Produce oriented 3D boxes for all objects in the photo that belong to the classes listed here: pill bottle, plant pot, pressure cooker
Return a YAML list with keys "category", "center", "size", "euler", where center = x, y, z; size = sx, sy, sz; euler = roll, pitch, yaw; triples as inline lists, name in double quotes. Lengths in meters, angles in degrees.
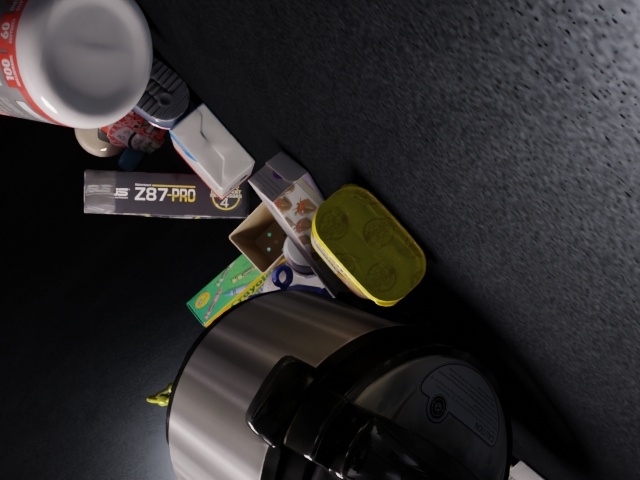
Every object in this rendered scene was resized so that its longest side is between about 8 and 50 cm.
- category: "pill bottle"
  center: [-0.438, -0.285, 1.147]
  size: [0.363, 0.210, 0.210]
  euler: [13, 152, 37]
- category: "pill bottle"
  center: [-0.022, 0.019, 1.292]
  size: [0.078, 0.078, 0.137]
  euler: [47, 174, 6]
- category: "pill bottle"
  center: [-0.037, 0.099, 1.508]
  size: [0.131, 0.131, 0.229]
  euler: [49, 166, -10]
- category: "plant pot"
  center: [-0.104, -0.001, 1.610]
  size: [0.109, 0.109, 0.096]
  euler: [46, -176, 13]
- category: "pressure cooker"
  center: [0.042, 0.272, 1.006]
  size: [0.420, 0.370, 0.375]
  euler: [13, 110, 54]

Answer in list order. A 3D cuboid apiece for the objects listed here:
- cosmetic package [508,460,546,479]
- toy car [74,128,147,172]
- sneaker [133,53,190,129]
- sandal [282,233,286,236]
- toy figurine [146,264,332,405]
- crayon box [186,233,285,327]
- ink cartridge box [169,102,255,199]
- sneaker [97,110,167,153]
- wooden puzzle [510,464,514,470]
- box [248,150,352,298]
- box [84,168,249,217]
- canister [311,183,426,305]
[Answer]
- category: "cosmetic package"
  center: [0.395, 0.456, 1.255]
  size: [0.099, 0.060, 0.239]
  euler: [52, 172, -22]
- category: "toy car"
  center: [-0.465, -0.298, 1.837]
  size: [0.219, 0.210, 0.238]
  euler: [37, -173, -7]
- category: "sneaker"
  center: [-0.350, -0.309, 1.330]
  size: [0.319, 0.112, 0.131]
  euler: [49, 170, 1]
- category: "sandal"
  center: [-0.013, 0.081, 1.680]
  size: [0.254, 0.054, 0.097]
  euler: [42, 171, 38]
- category: "toy figurine"
  center: [-0.096, 0.144, 1.256]
  size: [0.191, 0.363, 0.217]
  euler: [19, 112, 49]
- category: "crayon box"
  center: [-0.164, 0.113, 1.858]
  size: [0.081, 0.278, 0.165]
  euler: [45, 173, 30]
- category: "ink cartridge box"
  center: [-0.192, -0.150, 1.388]
  size: [0.134, 0.078, 0.231]
  euler: [49, 173, -4]
- category: "sneaker"
  center: [-0.379, -0.275, 1.608]
  size: [0.145, 0.090, 0.270]
  euler: [17, 151, -7]
- category: "wooden puzzle"
  center: [0.378, 0.471, 1.515]
  size: [0.221, 0.044, 0.239]
  euler: [51, 172, -23]
- category: "box"
  center: [0.000, 0.000, 1.113]
  size: [0.067, 0.063, 0.324]
  euler: [44, 172, 39]
- category: "box"
  center: [-0.329, -0.096, 1.684]
  size: [0.395, 0.318, 0.097]
  euler: [-164, 75, -79]
- category: "canister"
  center: [0.045, 0.010, 0.857]
  size: [0.126, 0.073, 0.170]
  euler: [48, 175, 1]
